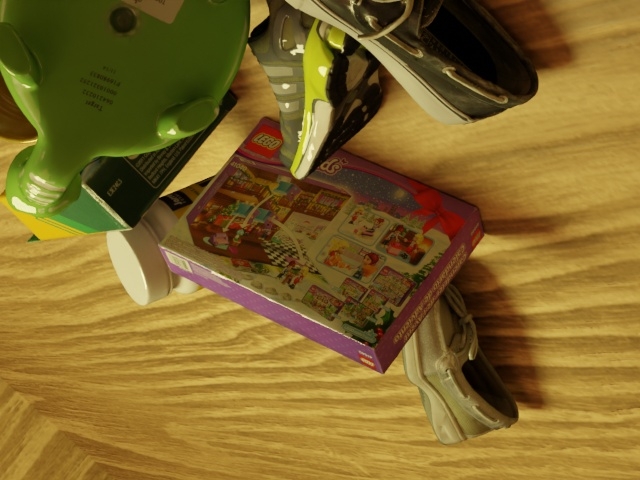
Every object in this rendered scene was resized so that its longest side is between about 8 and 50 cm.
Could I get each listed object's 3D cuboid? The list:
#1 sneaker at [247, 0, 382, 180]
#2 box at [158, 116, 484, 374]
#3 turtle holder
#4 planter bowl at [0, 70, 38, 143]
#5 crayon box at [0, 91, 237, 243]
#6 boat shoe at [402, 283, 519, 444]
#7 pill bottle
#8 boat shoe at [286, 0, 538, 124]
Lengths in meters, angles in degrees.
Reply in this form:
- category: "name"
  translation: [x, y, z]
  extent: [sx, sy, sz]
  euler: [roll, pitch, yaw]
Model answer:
- category: "sneaker"
  translation: [-0.009, -0.168, 1.696]
  extent: [0.121, 0.111, 0.300]
  euler: [42, 154, 15]
- category: "box"
  translation: [0.000, 0.000, 1.859]
  extent: [0.293, 0.201, 0.057]
  euler: [25, 155, 29]
- category: "turtle holder"
  translation: [-0.193, -0.183, 1.671]
  extent: [0.227, 0.243, 0.320]
  euler: [-139, 45, -77]
- category: "planter bowl"
  translation: [-0.327, -0.224, 1.936]
  extent: [0.217, 0.090, 0.217]
  euler: [13, 114, 29]
- category: "crayon box"
  translation: [-0.254, -0.102, 2.035]
  extent: [0.083, 0.203, 0.323]
  euler: [46, 157, -19]
- category: "boat shoe"
  translation: [0.158, 0.133, 2.033]
  extent: [0.103, 0.118, 0.320]
  euler: [-10, 139, 11]
- category: "pill bottle"
  translation: [-0.133, -0.009, 1.998]
  extent: [0.119, 0.208, 0.119]
  euler: [47, 151, 37]
- category: "boat shoe"
  translation: [0.066, -0.208, 1.465]
  extent: [0.306, 0.113, 0.105]
  euler: [44, 151, -25]
